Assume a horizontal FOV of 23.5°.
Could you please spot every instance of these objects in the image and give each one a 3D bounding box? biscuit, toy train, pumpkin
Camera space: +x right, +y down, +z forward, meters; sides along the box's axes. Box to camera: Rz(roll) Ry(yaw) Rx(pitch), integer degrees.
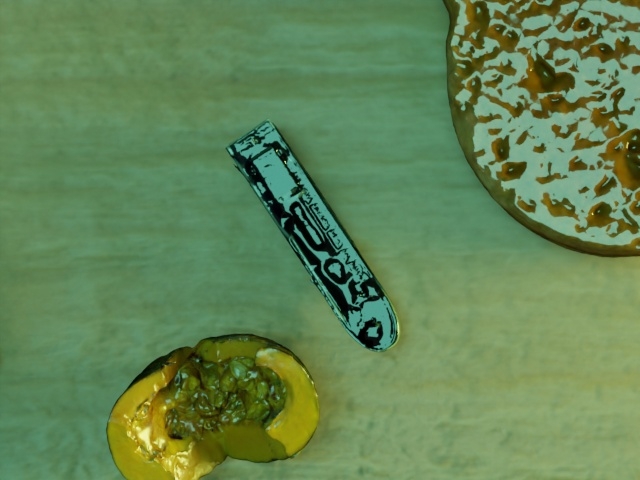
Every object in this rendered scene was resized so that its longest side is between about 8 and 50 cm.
[{"bbox_3d":[0.270,-0.212,1.347,0.350,0.078,0.455,9,86,9],"label":"biscuit"},{"bbox_3d":[0.000,0.000,1.388,0.052,0.051,0.234,-35,82,6],"label":"toy train"},{"bbox_3d":[-0.093,0.145,1.360,0.184,0.107,0.119,-15,101,1],"label":"pumpkin"}]
